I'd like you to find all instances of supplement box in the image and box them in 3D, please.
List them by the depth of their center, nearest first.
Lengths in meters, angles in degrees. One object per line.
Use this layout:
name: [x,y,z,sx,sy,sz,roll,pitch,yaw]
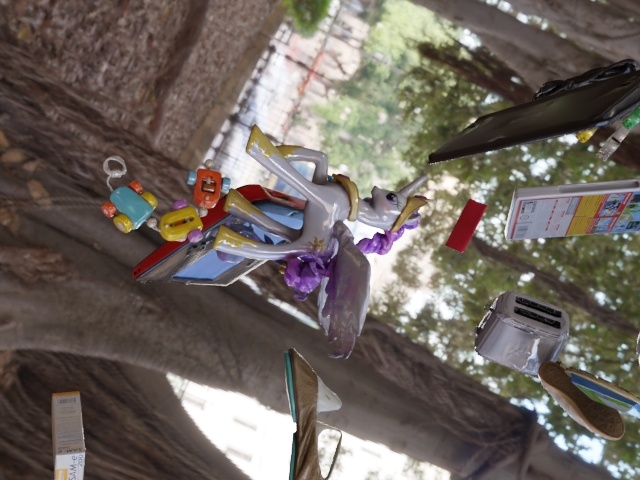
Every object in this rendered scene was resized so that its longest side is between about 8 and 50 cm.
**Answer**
supplement box: [-0.327,0.253,0.945,0.098,0.036,0.062,-114,-148,-44]

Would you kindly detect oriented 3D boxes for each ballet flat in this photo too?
ballet flat: [-0.014,0.404,1.597,0.116,0.124,0.342,138,-50,-83]

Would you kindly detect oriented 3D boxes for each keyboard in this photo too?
keyboard: [0.279,-0.156,0.880,0.201,0.033,0.317,-37,-166,-20]

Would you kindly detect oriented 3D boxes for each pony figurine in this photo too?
pony figurine: [0.000,0.000,1.314,0.303,0.363,0.351,-142,-109,-78]

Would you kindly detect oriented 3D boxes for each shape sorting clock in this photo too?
shape sorting clock: [0.591,0.308,1.471,0.040,0.206,0.206,-63,-173,-9]

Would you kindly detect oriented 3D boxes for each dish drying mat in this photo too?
dish drying mat: [0.224,-0.023,1.121,0.083,0.032,0.008,-61,151,-6]

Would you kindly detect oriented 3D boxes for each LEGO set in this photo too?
LEGO set: [0.503,-0.204,1.263,0.093,0.087,0.227,-50,172,-14]

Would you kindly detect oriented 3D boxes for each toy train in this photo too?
toy train: [-0.203,-0.053,0.957,0.046,0.166,0.125,127,-36,-56]

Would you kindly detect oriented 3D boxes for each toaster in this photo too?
toaster: [0.480,0.220,1.703,0.129,0.227,0.146,-58,167,-52]

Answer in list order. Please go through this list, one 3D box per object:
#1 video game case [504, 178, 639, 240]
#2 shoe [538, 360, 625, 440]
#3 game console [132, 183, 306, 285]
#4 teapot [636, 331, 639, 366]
video game case: [0.499,-0.056,1.366,0.204,0.285,0.025,70,18,-67]
shoe: [0.570,0.351,1.605,0.076,0.219,0.058,-40,158,-15]
game console: [-0.190,0.006,1.655,0.342,0.060,0.386,-37,162,16]
teapot: [0.798,0.279,1.559,0.256,0.252,0.187,-27,114,-55]
